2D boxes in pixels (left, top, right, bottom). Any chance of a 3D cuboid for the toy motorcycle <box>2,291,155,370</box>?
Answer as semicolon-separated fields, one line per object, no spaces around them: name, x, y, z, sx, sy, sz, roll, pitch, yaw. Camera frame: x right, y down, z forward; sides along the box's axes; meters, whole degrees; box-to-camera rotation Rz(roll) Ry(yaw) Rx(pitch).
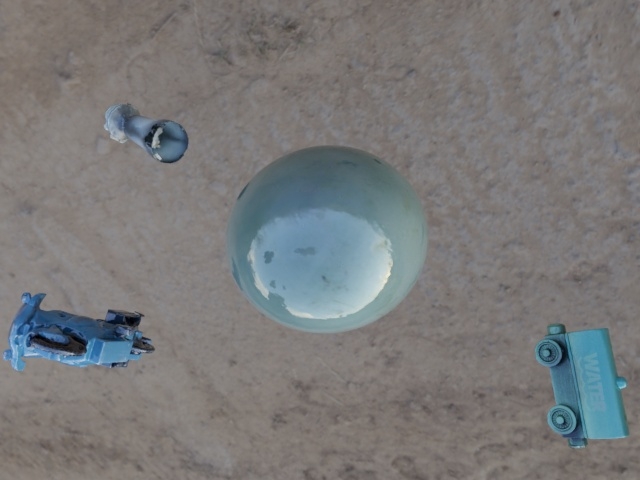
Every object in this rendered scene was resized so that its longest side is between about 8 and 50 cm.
toy motorcycle;-0.401;0.161;0.961;0.182;0.272;0.123;14;85;20

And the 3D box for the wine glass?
wine glass;-0.289;-0.177;0.955;0.155;0.072;0.072;26;134;38

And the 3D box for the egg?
egg;0.000;0.000;0.471;0.192;0.149;0.149;-8;118;54

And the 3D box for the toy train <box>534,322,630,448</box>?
toy train;0.525;0.285;1.156;0.159;0.101;0.248;-16;74;40
